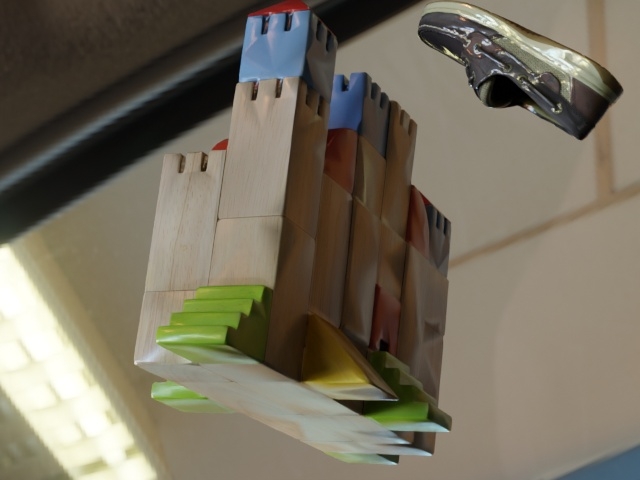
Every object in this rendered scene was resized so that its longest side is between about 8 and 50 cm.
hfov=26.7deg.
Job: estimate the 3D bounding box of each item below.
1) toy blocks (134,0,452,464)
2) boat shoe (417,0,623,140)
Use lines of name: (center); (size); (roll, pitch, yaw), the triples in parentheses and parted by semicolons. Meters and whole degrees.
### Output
toy blocks: (0.000, 0.000, 0.982); (0.190, 0.261, 0.381); (-3, -20, 26)
boat shoe: (0.114, -0.107, 0.840); (0.049, 0.152, 0.056); (-56, -40, -5)
